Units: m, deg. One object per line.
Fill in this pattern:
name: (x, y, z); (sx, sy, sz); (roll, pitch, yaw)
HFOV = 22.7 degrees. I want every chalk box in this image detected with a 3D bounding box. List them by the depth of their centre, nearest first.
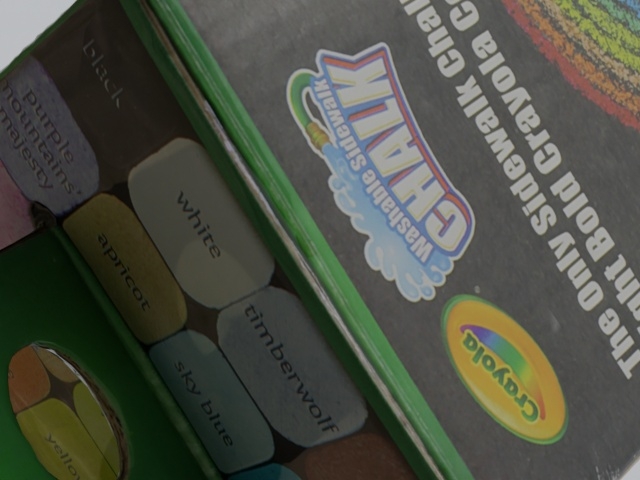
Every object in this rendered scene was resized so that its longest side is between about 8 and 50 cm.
chalk box: (0.000, 0.000, 0.479); (0.179, 0.289, 0.180); (-27, -85, 51)
